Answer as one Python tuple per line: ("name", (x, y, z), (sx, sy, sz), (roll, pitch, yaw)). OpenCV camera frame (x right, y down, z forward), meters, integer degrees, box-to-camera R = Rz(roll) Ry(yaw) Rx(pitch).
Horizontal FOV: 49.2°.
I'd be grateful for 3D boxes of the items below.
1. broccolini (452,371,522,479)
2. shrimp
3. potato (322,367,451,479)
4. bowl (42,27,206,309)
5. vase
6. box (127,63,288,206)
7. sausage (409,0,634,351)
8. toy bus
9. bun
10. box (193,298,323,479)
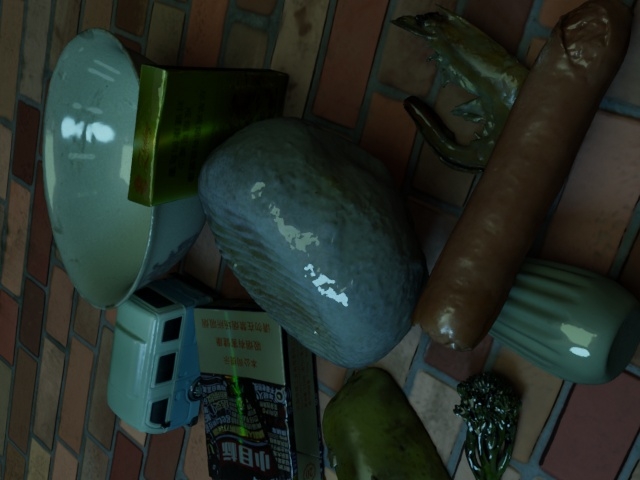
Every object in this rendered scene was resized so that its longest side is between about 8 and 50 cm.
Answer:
("broccolini", (0.222, 0.273, 0.920), (0.091, 0.068, 0.202), (-3, 97, 19))
("shrimp", (0.175, -0.185, 0.890), (0.253, 0.058, 0.173), (41, 128, 22))
("potato", (0.079, 0.333, 1.014), (0.160, 0.111, 0.271), (-36, 76, 34))
("bowl", (-0.285, -0.115, 1.145), (0.435, 0.196, 0.434), (10, 103, 50))
("vase", (0.246, 0.077, 0.837), (0.248, 0.128, 0.128), (23, 111, 42))
("box", (-0.146, -0.154, 0.976), (0.043, 0.311, 0.173), (18, 109, 21))
("sausage", (0.223, -0.073, 0.773), (0.419, 0.094, 0.094), (-65, 19, 3))
("toy bus", (-0.289, 0.211, 1.241), (0.133, 0.165, 0.271), (24, 112, 32))
("bun", (0.000, 0.000, 0.916), (0.362, 0.211, 0.362), (40, 156, 22))
("box", (-0.102, 0.255, 1.156), (0.198, 0.084, 0.310), (0, 97, 38))
